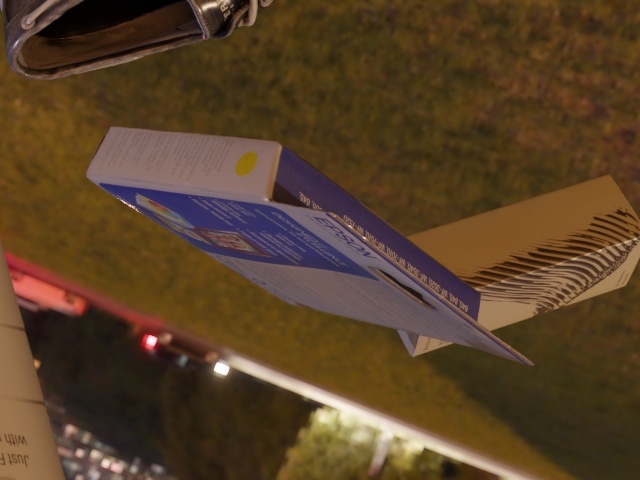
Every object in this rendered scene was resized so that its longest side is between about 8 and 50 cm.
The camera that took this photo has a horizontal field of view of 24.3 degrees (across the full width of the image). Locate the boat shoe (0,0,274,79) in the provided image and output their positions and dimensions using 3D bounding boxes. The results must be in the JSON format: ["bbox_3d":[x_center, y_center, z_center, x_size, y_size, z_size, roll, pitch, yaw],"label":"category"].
[{"bbox_3d":[-0.070,-0.180,0.976,0.301,0.102,0.108,-15,140,7],"label":"boat shoe"}]

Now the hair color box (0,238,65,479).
[{"bbox_3d":[-0.232,0.032,0.633,0.113,0.374,0.185,-37,149,27],"label":"hair color box"}]

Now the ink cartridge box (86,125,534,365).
[{"bbox_3d":[0.000,0.000,1.297,0.307,0.072,0.303,8,160,43],"label":"ink cartridge box"}]

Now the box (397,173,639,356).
[{"bbox_3d":[0.208,0.026,1.620,0.275,0.094,0.113,-18,149,-16],"label":"box"}]
